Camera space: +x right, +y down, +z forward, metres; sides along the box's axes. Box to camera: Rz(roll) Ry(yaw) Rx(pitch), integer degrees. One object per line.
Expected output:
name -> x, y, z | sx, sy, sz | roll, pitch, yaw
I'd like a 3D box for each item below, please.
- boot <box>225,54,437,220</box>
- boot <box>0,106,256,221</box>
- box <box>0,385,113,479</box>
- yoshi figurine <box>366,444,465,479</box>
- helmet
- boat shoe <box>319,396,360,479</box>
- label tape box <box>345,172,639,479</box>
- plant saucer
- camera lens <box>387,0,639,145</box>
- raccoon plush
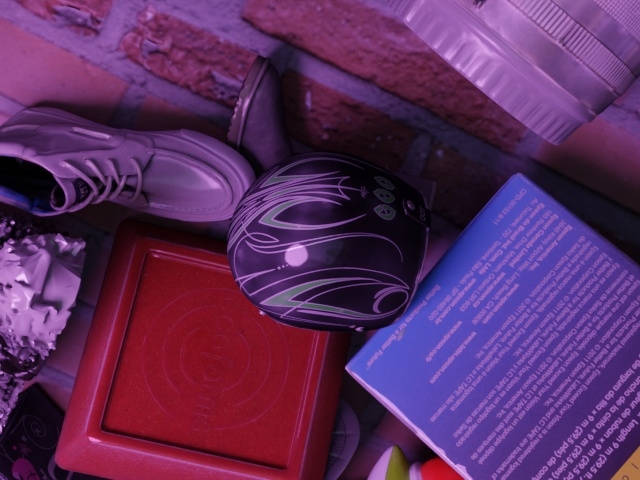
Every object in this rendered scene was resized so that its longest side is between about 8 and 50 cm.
boot -> 0.011, -0.071, 1.015 | 0.209, 0.076, 0.189 | 15, 123, 2
boot -> -0.198, -0.053, 0.965 | 0.258, 0.123, 0.095 | 11, 119, 12
box -> -0.293, 0.309, 1.104 | 0.142, 0.163, 0.247 | -35, 106, 13
yoshi figurine -> 0.173, 0.319, 1.083 | 0.362, 0.203, 0.203 | -17, 151, 14
helmet -> 0.000, 0.000, 0.930 | 0.162, 0.169, 0.169 | 11, 109, -13
boat shoe -> -0.080, 0.291, 1.060 | 0.118, 0.103, 0.320 | 37, 73, 16
label tape box -> 0.235, 0.144, 0.963 | 0.348, 0.115, 0.249 | 41, 87, 14
plant saucer -> -0.103, 0.119, 1.021 | 0.259, 0.047, 0.258 | 13, 72, -4
camera lens -> 0.217, -0.246, 0.874 | 0.219, 0.219, 0.274 | 36, 106, -12
raccoon plush -> -0.381, 0.012, 0.907 | 0.299, 0.216, 0.446 | 20, 148, -17
